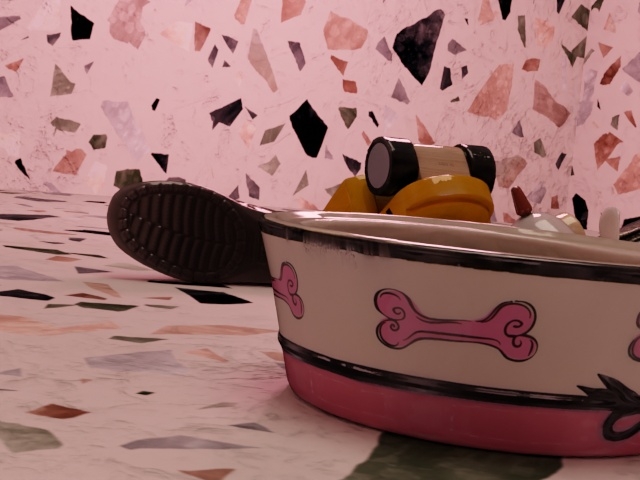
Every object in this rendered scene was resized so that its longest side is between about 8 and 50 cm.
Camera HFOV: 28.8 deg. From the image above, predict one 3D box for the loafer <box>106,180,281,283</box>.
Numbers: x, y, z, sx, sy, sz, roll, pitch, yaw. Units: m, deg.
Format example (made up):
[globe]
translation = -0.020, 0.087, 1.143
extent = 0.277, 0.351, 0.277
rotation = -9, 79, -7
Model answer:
[loafer]
translation = -0.141, 0.003, 1.794
extent = 0.365, 0.134, 0.130
rotation = 15, -4, -26

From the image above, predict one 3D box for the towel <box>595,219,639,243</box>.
[towel]
translation = 0.556, -0.002, 2.196
extent = 0.312, 0.056, 0.324
rotation = -21, -4, -5

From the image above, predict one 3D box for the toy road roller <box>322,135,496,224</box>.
[toy road roller]
translation = 0.146, -0.001, 1.988
extent = 0.202, 0.241, 0.329
rotation = 3, -32, -26

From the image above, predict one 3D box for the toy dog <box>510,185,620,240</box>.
[toy dog]
translation = 0.376, 0.006, 1.901
extent = 0.220, 0.161, 0.333
rotation = -36, 25, -33

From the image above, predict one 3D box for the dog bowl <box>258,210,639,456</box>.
[dog bowl]
translation = 0.145, 0.069, 1.056
extent = 0.407, 0.150, 0.408
rotation = 5, 5, 0
